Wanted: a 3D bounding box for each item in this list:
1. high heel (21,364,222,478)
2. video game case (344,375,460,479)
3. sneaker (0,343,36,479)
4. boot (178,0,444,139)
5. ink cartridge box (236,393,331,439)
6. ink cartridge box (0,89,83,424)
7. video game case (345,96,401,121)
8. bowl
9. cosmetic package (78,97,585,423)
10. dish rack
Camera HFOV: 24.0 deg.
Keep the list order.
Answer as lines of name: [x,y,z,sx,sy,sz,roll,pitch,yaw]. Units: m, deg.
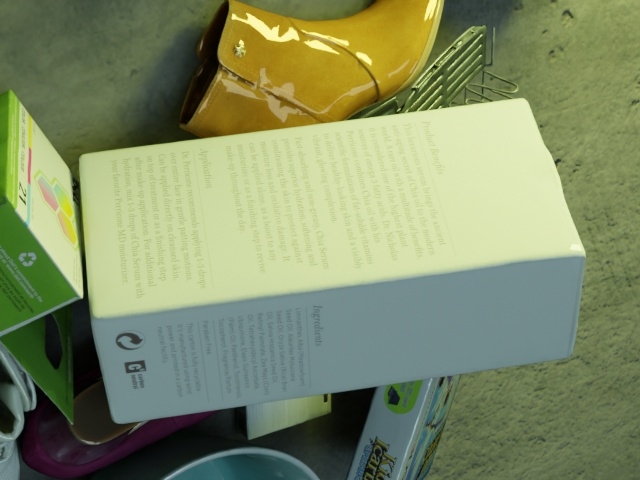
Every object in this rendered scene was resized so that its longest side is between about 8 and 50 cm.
high heel: [-0.147,0.140,1.623,0.377,0.181,0.127,-19,83,-33]
video game case: [0.110,0.186,1.736,0.269,0.061,0.244,-25,135,-72]
sneaker: [-0.338,0.182,1.466,0.108,0.169,0.292,-26,123,-25]
boot: [-0.009,-0.205,1.567,0.211,0.104,0.295,30,83,-29]
ink cartridge box: [-0.042,0.184,1.752,0.115,0.029,0.062,-14,117,-30]
ink cartridge box: [-0.264,0.016,1.419,0.097,0.188,0.255,-26,127,9]
video game case: [0.000,0.000,1.698,0.275,0.035,0.248,-30,123,-20]
bowl: [-0.154,0.334,1.655,0.312,0.163,0.311,-14,117,-29]
cosmetic package: [0.005,0.015,1.468,0.453,0.230,0.161,-7,136,-4]
dish rack: [0.155,-0.095,1.673,0.208,0.074,0.271,-48,148,-34]
